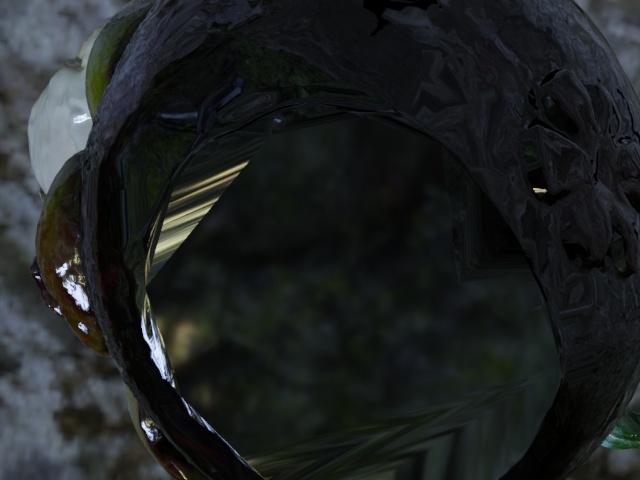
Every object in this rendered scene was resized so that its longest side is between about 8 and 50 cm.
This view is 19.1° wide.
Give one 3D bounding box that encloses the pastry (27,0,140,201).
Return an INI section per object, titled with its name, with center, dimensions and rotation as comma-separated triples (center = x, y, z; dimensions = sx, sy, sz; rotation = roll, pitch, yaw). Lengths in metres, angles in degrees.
[pastry]
center = -0.061, -0.086, 1.141
dimensions = 0.265, 0.265, 0.133
rotation = -29, -93, -41

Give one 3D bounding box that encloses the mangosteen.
[mangosteen]
center = 0.002, 0.001, 0.798
dimensions = 0.287, 0.287, 0.233
rotation = 13, -155, -2

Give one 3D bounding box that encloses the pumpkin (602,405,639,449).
[pumpkin]
center = 0.181, 0.096, 1.521
dimensions = 0.248, 0.248, 0.248
rotation = 9, -141, -7
